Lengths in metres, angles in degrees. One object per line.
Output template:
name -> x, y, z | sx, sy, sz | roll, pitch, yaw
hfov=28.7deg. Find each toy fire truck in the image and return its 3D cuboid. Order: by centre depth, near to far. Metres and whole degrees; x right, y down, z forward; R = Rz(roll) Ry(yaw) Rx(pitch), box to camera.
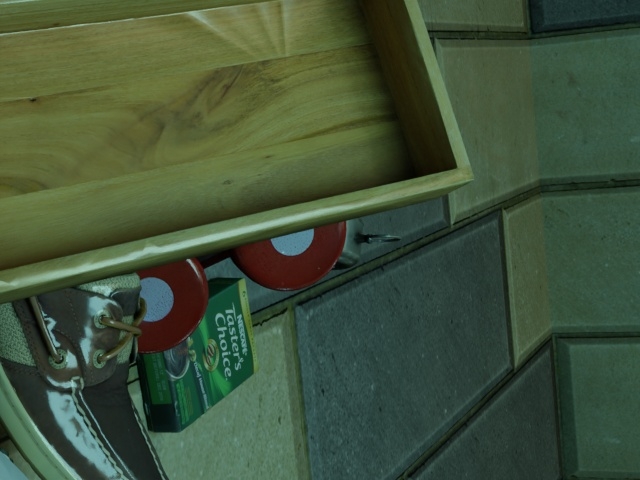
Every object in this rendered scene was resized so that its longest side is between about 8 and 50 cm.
toy fire truck -> -0.133, -0.064, 1.057 | 0.253, 0.302, 0.169 | 69, -10, -17

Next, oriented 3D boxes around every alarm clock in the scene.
alarm clock -> 0.000, 0.000, 1.414 | 0.129, 0.192, 0.064 | 24, 66, -63

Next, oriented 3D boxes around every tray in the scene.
tray -> -0.094, -0.093, 0.923 | 0.411, 0.076, 0.202 | -14, 83, -32

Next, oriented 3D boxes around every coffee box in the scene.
coffee box -> -0.126, 0.114, 1.302 | 0.184, 0.040, 0.113 | -30, 115, -63

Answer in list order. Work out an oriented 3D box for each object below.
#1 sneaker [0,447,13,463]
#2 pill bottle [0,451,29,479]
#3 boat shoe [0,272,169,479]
sneaker -> -0.265, 0.224, 0.867 | 0.330, 0.130, 0.147 | 54, 38, -52
pill bottle -> -0.273, 0.215, 0.701 | 0.245, 0.136, 0.136 | -49, 145, -6
boat shoe -> -0.187, 0.060, 0.927 | 0.342, 0.123, 0.123 | 60, 6, -2
